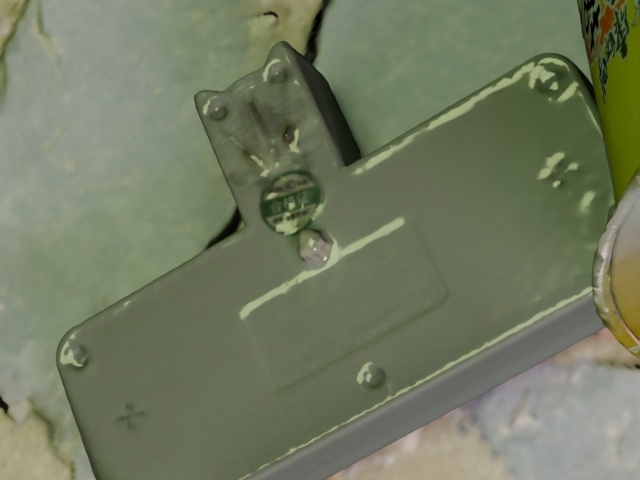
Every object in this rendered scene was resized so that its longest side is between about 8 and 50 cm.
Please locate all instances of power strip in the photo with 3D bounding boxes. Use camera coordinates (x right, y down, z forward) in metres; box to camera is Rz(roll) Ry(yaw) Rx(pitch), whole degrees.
[{"bbox_3d":[0.000,0.000,0.628,0.215,0.061,0.145,-30,63,12],"label":"power strip"}]

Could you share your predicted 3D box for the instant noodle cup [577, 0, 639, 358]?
[{"bbox_3d":[0.161,-0.069,0.512,0.205,0.205,0.153,-22,53,17],"label":"instant noodle cup"}]
